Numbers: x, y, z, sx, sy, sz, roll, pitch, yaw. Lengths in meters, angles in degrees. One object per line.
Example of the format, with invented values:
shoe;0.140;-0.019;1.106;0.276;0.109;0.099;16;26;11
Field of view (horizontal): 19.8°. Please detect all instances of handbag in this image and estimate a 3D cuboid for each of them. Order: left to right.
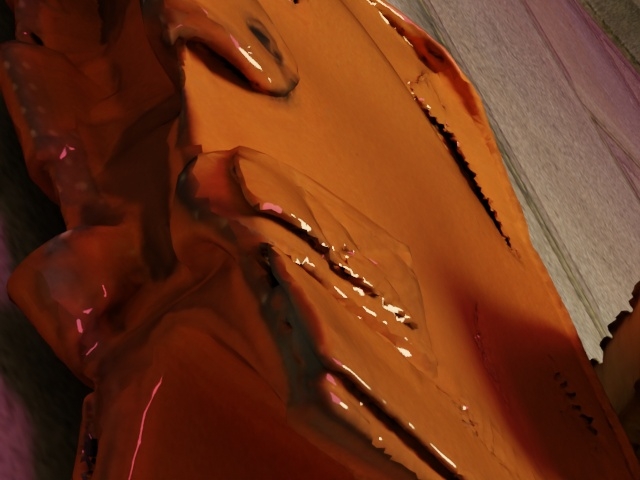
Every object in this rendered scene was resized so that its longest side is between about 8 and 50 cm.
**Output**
handbag;0.000;0.000;0.729;0.303;0.116;0.410;43;19;-40

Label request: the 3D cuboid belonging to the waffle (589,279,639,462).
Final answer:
waffle;0.249;0.064;0.828;0.376;0.261;0.114;99;-20;-66
